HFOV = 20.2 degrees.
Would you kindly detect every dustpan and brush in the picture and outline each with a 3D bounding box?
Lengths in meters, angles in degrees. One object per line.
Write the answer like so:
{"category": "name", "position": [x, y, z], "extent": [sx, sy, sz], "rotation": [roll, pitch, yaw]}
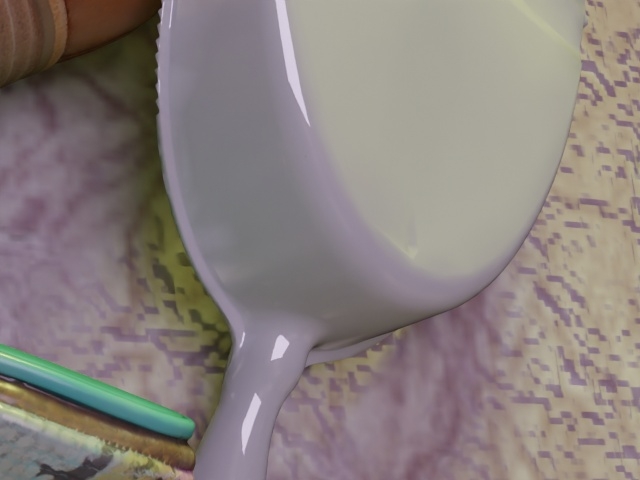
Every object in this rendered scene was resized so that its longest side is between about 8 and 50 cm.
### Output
{"category": "dustpan and brush", "position": [0.000, 0.000, 0.459], "extent": [0.147, 0.060, 0.211], "rotation": [32, 58, -43]}

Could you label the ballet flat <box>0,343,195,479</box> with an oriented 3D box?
{"category": "ballet flat", "position": [-0.138, 0.027, 0.380], "extent": [0.221, 0.077, 0.079], "rotation": [27, 79, -10]}

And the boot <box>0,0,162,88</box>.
{"category": "boot", "position": [-0.117, -0.176, 0.437], "extent": [0.220, 0.109, 0.283], "rotation": [-39, 93, -31]}
